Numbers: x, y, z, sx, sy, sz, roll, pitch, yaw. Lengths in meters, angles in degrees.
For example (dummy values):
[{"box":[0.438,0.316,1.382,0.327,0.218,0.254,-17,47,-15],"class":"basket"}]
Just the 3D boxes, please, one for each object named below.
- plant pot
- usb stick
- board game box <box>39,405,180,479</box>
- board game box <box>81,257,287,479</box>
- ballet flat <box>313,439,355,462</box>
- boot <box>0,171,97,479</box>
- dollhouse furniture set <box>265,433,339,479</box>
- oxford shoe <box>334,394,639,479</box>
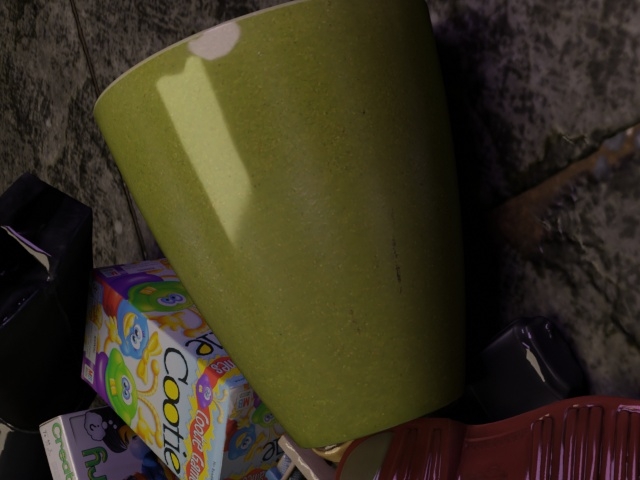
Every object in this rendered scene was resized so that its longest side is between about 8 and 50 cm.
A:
[{"box":[0.000,0.000,0.763,0.275,0.275,0.293,-24,83,51],"class":"plant pot"},{"box":[0.112,0.154,0.824,0.077,0.045,0.278,58,137,16],"class":"usb stick"},{"box":[-0.186,0.331,1.109,0.053,0.193,0.305,-30,74,38],"class":"board game box"},{"box":[-0.122,0.136,1.033,0.275,0.144,0.142,31,120,44],"class":"board game box"},{"box":[0.009,0.102,0.908,0.080,0.073,0.232,-26,50,24],"class":"ballet flat"},{"box":[-0.359,0.182,1.111,0.445,0.146,0.367,114,174,-61],"class":"boot"},{"box":[-0.041,0.262,0.837,0.129,0.184,0.129,45,121,29],"class":"dollhouse furniture set"},{"box":[0.183,0.189,0.710,0.348,0.130,0.123,-3,60,38],"class":"oxford shoe"}]
